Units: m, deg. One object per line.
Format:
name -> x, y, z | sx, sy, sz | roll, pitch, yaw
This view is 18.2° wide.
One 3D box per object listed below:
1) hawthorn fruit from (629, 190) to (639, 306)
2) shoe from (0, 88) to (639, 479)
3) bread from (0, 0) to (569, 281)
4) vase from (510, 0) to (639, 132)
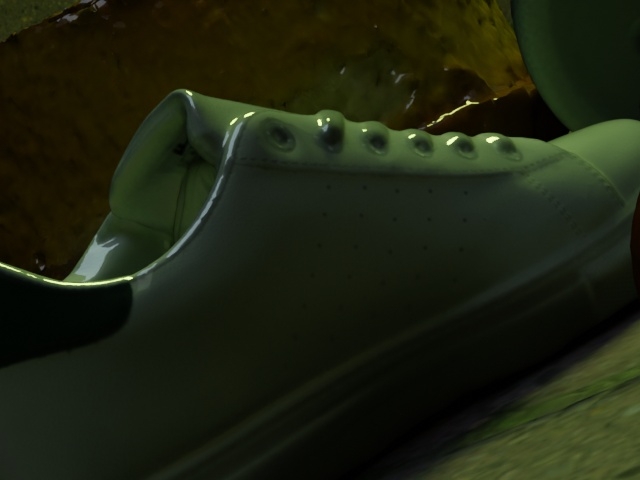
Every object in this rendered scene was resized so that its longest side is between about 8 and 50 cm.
hawthorn fruit -> 0.131, 0.010, 0.440 | 0.128, 0.128, 0.128 | -25, 6, 3
shoe -> 0.000, 0.000, 0.794 | 0.363, 0.160, 0.132 | -30, 10, -32
bread -> -0.044, -0.057, 1.209 | 0.398, 0.215, 0.398 | -24, 1, 0
vase -> 0.199, -0.159, 1.062 | 0.245, 0.245, 0.291 | -23, 11, 20
